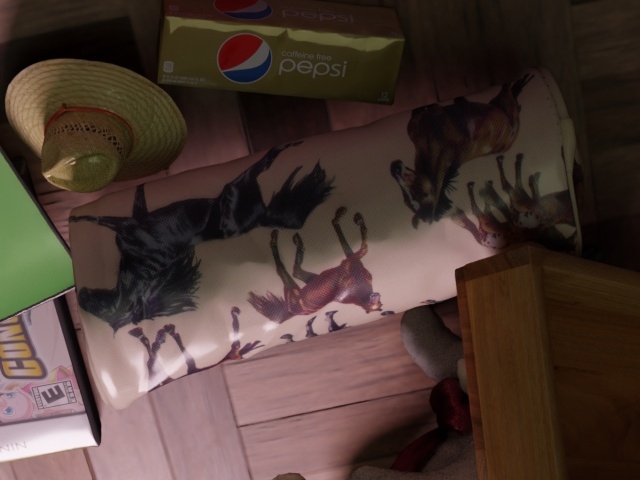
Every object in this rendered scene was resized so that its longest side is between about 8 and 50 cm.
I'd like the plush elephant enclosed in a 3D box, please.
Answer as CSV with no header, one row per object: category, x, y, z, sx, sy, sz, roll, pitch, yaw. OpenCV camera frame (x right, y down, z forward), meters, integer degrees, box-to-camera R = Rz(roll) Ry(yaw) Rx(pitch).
plush elephant,0.138,0.158,1.487,0.330,0.255,0.272,8,171,26

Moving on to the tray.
tray,0.262,0.137,1.393,0.076,0.202,0.411,-18,160,38

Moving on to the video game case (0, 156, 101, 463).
video game case,-0.330,0.077,1.496,0.248,0.035,0.274,-10,122,1

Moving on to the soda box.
soda box,-0.031,-0.147,1.374,0.181,0.061,0.058,4,120,-8

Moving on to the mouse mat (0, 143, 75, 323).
mouse mat,-0.292,-0.008,1.426,0.153,0.007,0.189,-25,118,8

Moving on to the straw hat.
straw hat,-0.177,-0.069,1.376,0.145,0.061,0.144,8,141,6

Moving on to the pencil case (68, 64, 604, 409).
pencil case,0.000,0.000,1.388,0.410,0.159,0.183,-17,160,2
